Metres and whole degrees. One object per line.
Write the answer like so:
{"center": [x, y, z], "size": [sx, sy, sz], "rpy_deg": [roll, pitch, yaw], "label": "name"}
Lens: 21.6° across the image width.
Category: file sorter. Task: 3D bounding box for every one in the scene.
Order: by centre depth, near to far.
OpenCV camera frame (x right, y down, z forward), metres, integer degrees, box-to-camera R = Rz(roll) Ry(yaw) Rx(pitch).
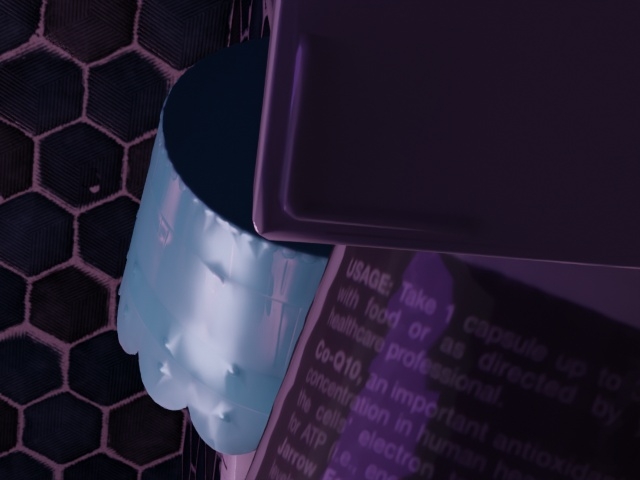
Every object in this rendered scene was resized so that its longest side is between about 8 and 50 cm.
{"center": [0.130, -0.112, 0.392], "size": [0.173, 0.278, 0.193], "rpy_deg": [-97, 13, -64], "label": "file sorter"}

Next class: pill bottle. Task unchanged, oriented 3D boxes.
{"center": [0.080, 0.088, 0.620], "size": [0.204, 0.204, 0.361], "rpy_deg": [-145, 76, -79], "label": "pill bottle"}

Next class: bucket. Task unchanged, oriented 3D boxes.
{"center": [0.000, 0.000, 1.157], "size": [0.281, 0.281, 0.183], "rpy_deg": [-97, 16, -47], "label": "bucket"}

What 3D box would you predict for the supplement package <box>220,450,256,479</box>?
{"center": [-0.027, 0.275, 1.588], "size": [0.134, 0.139, 0.244], "rpy_deg": [-163, 76, -82], "label": "supplement package"}
